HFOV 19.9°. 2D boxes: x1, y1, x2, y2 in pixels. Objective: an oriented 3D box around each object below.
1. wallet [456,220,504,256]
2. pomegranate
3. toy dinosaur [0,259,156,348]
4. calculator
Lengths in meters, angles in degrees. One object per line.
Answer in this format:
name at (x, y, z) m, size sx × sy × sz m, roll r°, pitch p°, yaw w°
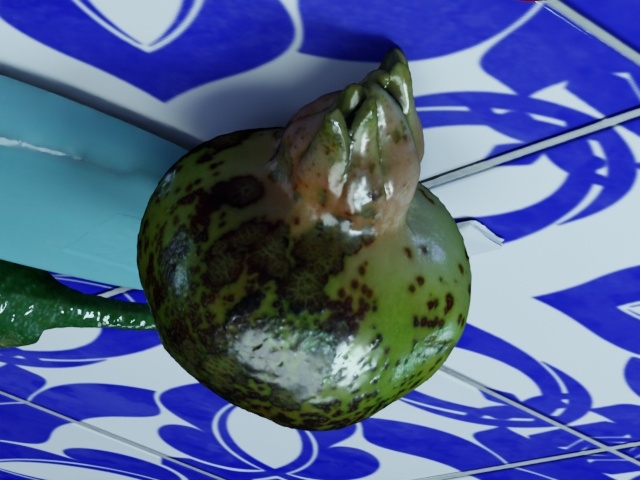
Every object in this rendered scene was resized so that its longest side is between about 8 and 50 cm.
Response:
wallet at (0.096, 0.002, 1.394) m, size 0.083 × 0.011 × 0.044 m, roll -14°, pitch 147°, yaw 41°
pomegranate at (-0.005, -0.012, 1.233) m, size 0.222 × 0.276 × 0.204 m, roll -2°, pitch -159°, yaw -23°
toy dinosaur at (-0.237, 0.047, 1.500) m, size 0.301 × 0.087 × 0.447 m, roll 4°, pitch 171°, yaw 28°
calculator at (-0.214, -0.041, 1.376) m, size 0.386 × 0.054 × 0.256 m, roll 18°, pitch 155°, yaw -27°
